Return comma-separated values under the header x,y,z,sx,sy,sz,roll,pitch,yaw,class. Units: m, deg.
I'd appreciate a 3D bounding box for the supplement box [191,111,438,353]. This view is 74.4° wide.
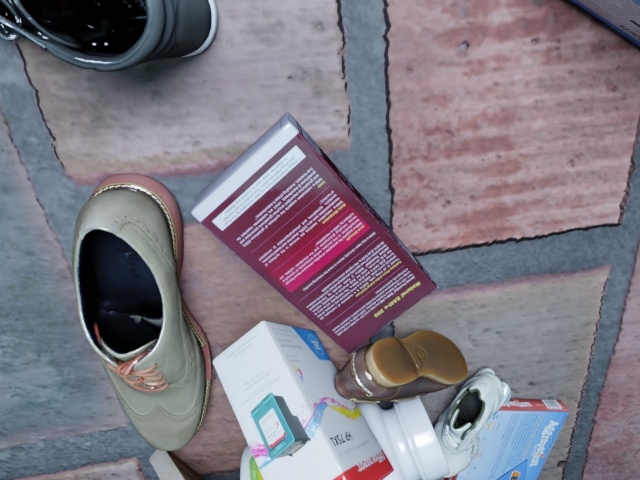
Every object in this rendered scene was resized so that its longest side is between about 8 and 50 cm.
x,y,z,sx,sy,sz,roll,pitch,yaw,class
0.000,0.000,0.452,0.130,0.073,0.239,-39,112,11,supplement box

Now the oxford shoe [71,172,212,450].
x,y,z,sx,sy,sz,roll,pitch,yaw,class
-0.195,0.114,0.446,0.123,0.130,0.348,-7,114,-4,oxford shoe

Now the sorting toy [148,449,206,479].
x,y,z,sx,sy,sz,roll,pitch,yaw,class
-0.111,0.410,0.518,0.089,0.255,0.257,-47,116,-25,sorting toy

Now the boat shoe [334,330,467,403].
x,y,z,sx,sy,sz,roll,pitch,yaw,class
0.102,0.155,0.513,0.207,0.073,0.073,14,132,-42,boat shoe

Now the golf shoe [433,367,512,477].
x,y,z,sx,sy,sz,roll,pitch,yaw,class
0.187,0.255,0.578,0.086,0.069,0.176,7,110,-49,golf shoe

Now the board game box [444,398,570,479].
x,y,z,sx,sy,sz,roll,pitch,yaw,class
0.280,0.370,0.678,0.145,0.027,0.281,5,113,-8,board game box

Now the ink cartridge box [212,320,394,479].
x,y,z,sx,sy,sz,roll,pitch,yaw,class
-0.005,0.206,0.442,0.078,0.231,0.134,-39,153,9,ink cartridge box

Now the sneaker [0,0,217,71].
x,y,z,sx,sy,sz,roll,pitch,yaw,class
-0.231,-0.195,0.297,0.296,0.147,0.104,9,114,-10,sneaker

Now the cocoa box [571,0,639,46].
x,y,z,sx,sy,sz,roll,pitch,yaw,class
0.355,-0.322,0.270,0.231,0.228,0.347,20,110,-16,cocoa box

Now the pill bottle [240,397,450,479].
x,y,z,sx,sy,sz,roll,pitch,yaw,class
0.033,0.294,0.552,0.246,0.136,0.136,-22,115,3,pill bottle
